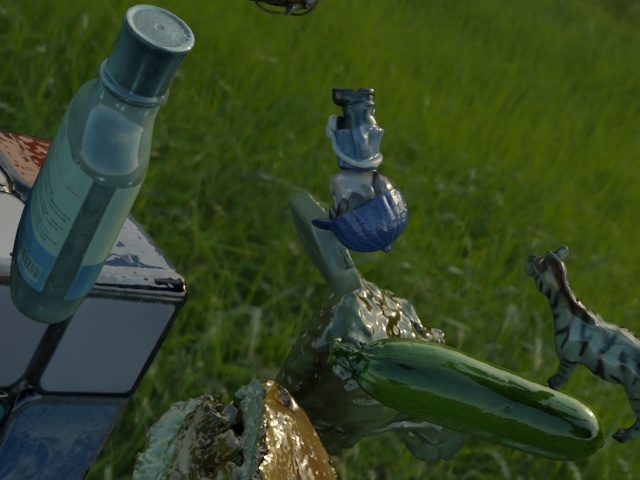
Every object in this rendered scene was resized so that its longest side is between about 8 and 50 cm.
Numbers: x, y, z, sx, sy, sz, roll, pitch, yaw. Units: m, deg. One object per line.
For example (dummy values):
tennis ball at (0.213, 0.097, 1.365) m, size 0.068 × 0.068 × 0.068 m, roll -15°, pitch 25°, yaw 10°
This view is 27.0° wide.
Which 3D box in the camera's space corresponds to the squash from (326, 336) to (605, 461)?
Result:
squash at (0.184, 0.191, 1.654) m, size 0.379 × 0.101 × 0.101 m, roll 17°, pitch 40°, yaw -13°

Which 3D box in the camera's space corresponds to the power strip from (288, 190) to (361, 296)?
power strip at (0.000, 0.000, 1.387) m, size 0.029 × 0.080 × 0.227 m, roll -23°, pitch 13°, yaw -4°

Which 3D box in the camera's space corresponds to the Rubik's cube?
Rubik's cube at (-0.390, 0.072, 1.464) m, size 0.316 × 0.318 × 0.313 m, roll 10°, pitch 28°, yaw -46°

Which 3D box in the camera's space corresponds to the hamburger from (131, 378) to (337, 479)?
hamburger at (-0.087, 0.352, 1.666) m, size 0.195 × 0.277 × 0.318 m, roll -24°, pitch 29°, yaw 21°

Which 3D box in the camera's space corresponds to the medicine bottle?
medicine bottle at (-0.133, -0.045, 0.793) m, size 0.054 × 0.208 × 0.090 m, roll 17°, pitch 38°, yaw -22°

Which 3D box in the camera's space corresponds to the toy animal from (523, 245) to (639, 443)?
toy animal at (0.320, 0.132, 1.581) m, size 0.255 × 0.170 × 0.090 m, roll 39°, pitch 61°, yaw 3°

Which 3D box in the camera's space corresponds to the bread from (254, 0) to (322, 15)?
bread at (-0.055, -0.398, 1.680) m, size 0.142 × 0.224 × 0.212 m, roll 13°, pitch 14°, yaw 38°

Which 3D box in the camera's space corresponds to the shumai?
shumai at (0.097, 0.208, 1.936) m, size 0.288 × 0.330 × 0.292 m, roll 30°, pitch 62°, yaw 4°

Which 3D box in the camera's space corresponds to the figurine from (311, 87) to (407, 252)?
figurine at (0.038, -0.058, 1.112) m, size 0.079 × 0.136 × 0.077 m, roll 8°, pitch 3°, yaw 1°
